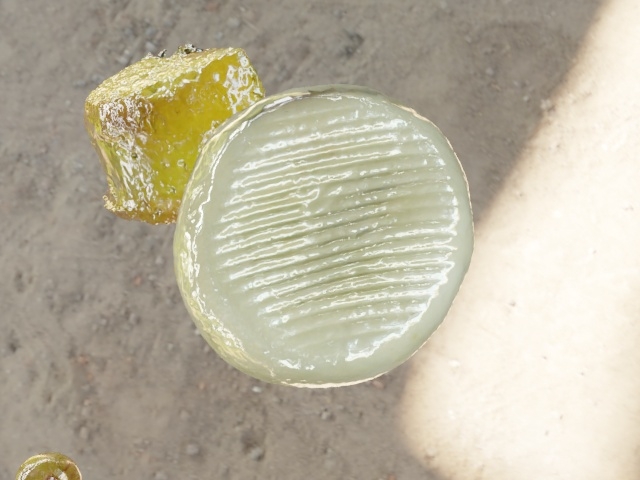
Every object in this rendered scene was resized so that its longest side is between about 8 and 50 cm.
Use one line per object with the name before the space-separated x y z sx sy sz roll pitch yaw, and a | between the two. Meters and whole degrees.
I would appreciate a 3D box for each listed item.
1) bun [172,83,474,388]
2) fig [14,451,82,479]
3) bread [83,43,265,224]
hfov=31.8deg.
bun | 0.000 0.000 0.786 0.222 0.127 0.222 3 71 -10
fig | -0.211 0.187 0.880 0.050 0.083 0.050 0 87 -8
bread | -0.156 -0.098 1.117 0.147 0.160 0.261 -27 22 -26
